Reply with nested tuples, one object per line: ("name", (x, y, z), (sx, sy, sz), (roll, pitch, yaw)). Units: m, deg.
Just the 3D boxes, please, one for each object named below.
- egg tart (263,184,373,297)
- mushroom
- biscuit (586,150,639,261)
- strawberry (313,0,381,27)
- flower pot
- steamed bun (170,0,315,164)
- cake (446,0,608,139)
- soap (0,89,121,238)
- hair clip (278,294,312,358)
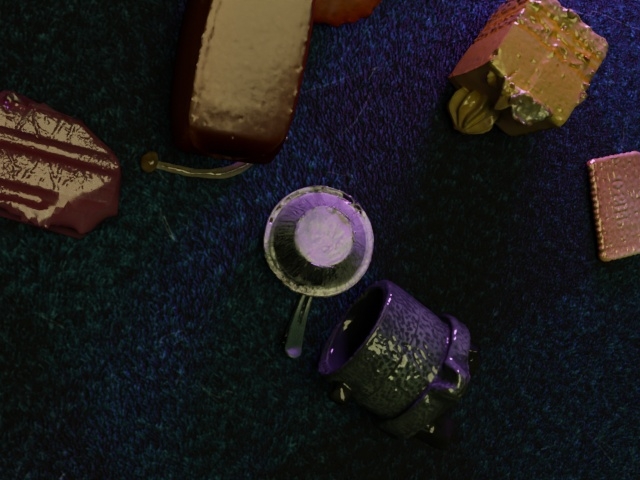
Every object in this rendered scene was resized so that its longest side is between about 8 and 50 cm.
("egg tart", (0.000, 0.000, 1.633), (0.234, 0.094, 0.234), (2, 81, -11))
("mushroom", (-0.206, -0.160, 1.609), (0.306, 0.043, 0.068), (-8, 120, -21))
("biscuit", (0.719, -0.082, 1.938), (0.160, 0.030, 0.250), (-12, 96, -18))
("strawberry", (-0.002, -0.567, 1.592), (0.336, 0.265, 0.149), (-10, 53, -1))
("flower pot", (0.176, 0.255, 1.620), (0.282, 0.299, 0.299), (37, 80, -13))
("steamed bun", (-0.152, -0.342, 1.506), (0.235, 0.248, 0.380), (9, 104, -16))
("cake", (0.422, -0.345, 1.721), (0.222, 0.227, 0.286), (33, 79, -13))
("soap", (-0.515, -0.137, 1.450), (0.324, 0.127, 0.220), (17, 87, -20))
("hair clip", (-0.035, 0.133, 1.675), (0.039, 0.070, 0.230), (20, 77, -15))
